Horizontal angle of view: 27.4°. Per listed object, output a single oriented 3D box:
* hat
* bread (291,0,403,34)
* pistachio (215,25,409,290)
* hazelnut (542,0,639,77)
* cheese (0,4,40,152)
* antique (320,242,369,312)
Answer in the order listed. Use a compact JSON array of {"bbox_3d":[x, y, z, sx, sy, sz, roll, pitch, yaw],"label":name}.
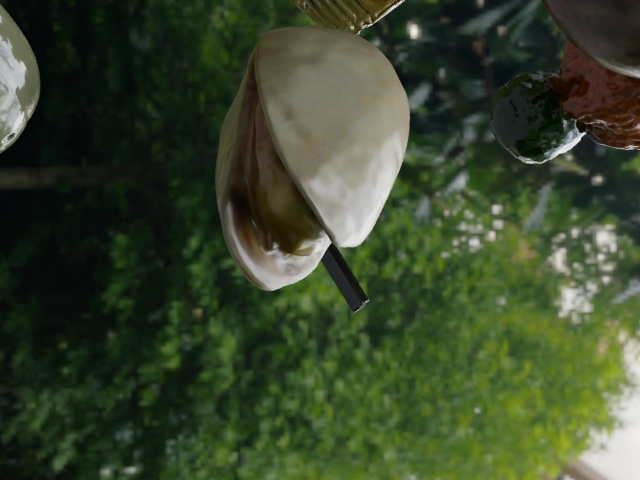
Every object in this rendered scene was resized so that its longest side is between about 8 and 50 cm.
[{"bbox_3d":[0.448,-0.204,1.824,0.400,0.285,0.285,-39,-137,25],"label":"hat"},{"bbox_3d":[0.055,-0.298,1.371,0.190,0.114,0.132,-39,-162,20],"label":"bread"},{"bbox_3d":[-0.015,-0.091,1.221,0.299,0.187,0.187,-78,177,-54],"label":"pistachio"},{"bbox_3d":[0.390,-0.346,1.387,0.372,0.315,0.372,-172,-90,-87],"label":"hazelnut"},{"bbox_3d":[-0.290,-0.148,0.934,0.091,0.175,0.202,-56,148,-22],"label":"cheese"},{"bbox_3d":[0.000,0.000,1.590,0.192,0.015,0.031,58,-31,4],"label":"antique"}]
